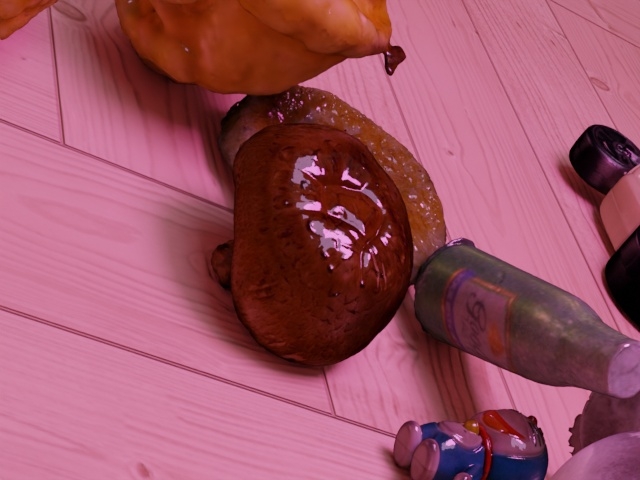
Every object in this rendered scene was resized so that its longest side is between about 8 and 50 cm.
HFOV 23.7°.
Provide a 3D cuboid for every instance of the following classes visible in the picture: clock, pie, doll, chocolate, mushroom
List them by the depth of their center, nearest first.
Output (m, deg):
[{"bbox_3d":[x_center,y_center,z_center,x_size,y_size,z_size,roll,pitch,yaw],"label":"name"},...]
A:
[{"bbox_3d":[0.142,0.192,1.357,0.152,0.085,0.114,8,21,-28],"label":"doll"},{"bbox_3d":[0.006,-0.005,1.377,0.194,0.138,0.231,2,69,-23],"label":"mushroom"},{"bbox_3d":[0.199,0.083,1.426,0.110,0.110,0.291,21,2,-30],"label":"chocolate"},{"bbox_3d":[0.018,-0.052,1.584,0.277,0.078,0.277,26,36,-21],"label":"pie"},{"bbox_3d":[0.470,0.012,1.985,0.276,0.120,0.379,23,37,-20],"label":"clock"}]

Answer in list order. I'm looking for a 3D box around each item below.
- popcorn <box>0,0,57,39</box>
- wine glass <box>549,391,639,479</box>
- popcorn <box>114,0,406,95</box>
[{"bbox_3d":[-0.323,-0.303,1.422,0.250,0.190,0.250,29,23,-13],"label":"popcorn"},{"bbox_3d":[0.293,0.254,1.298,0.238,0.238,0.323,39,30,0],"label":"wine glass"},{"bbox_3d":[-0.060,-0.281,1.561,0.281,0.316,0.297,58,44,-19],"label":"popcorn"}]
